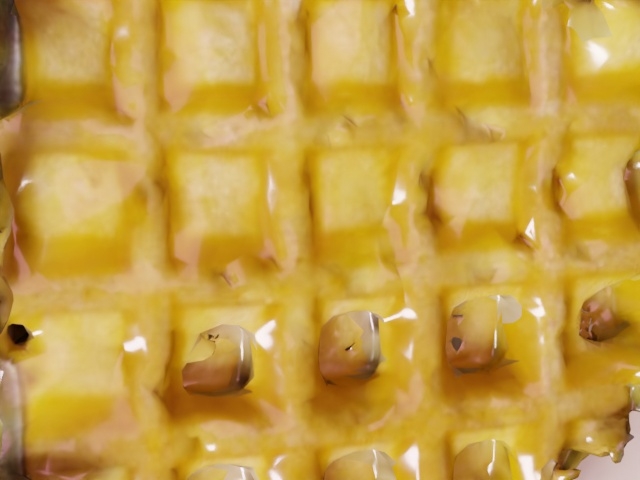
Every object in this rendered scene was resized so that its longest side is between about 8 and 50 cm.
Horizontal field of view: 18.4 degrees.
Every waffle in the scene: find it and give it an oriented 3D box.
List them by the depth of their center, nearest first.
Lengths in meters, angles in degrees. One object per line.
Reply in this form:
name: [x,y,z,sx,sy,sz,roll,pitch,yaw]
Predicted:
waffle: [0.002,0.000,0.537,0.262,0.060,0.280,-51,119,-10]
